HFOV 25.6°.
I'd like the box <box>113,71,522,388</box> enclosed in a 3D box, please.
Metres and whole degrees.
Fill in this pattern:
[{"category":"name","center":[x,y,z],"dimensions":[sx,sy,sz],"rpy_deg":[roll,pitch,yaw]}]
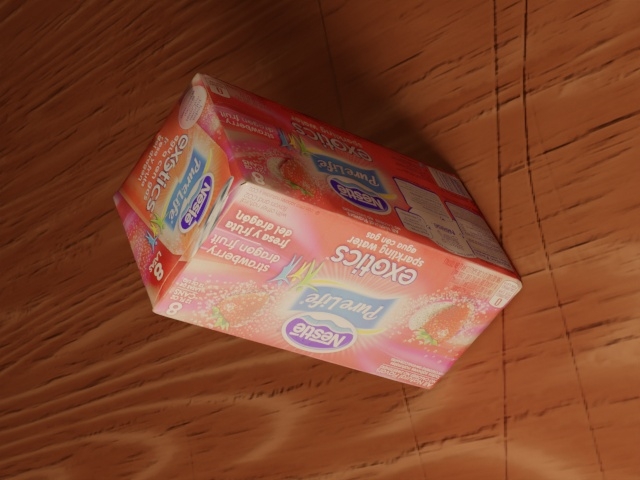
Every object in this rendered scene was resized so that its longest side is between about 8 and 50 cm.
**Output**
[{"category":"box","center":[0.000,0.000,1.179],"dimensions":[0.142,0.300,0.154],"rpy_deg":[-53,40,24]}]
